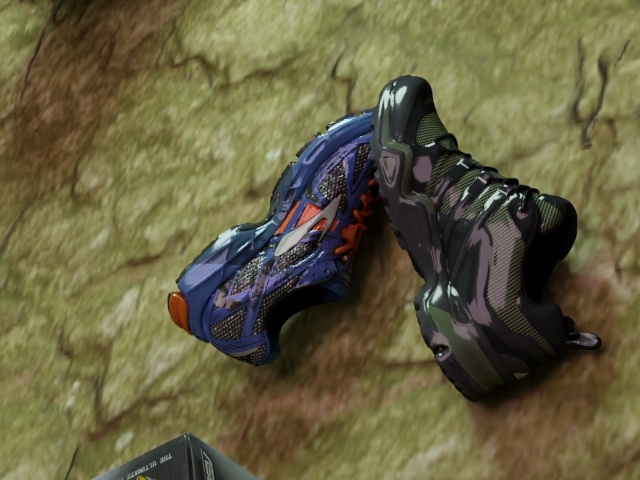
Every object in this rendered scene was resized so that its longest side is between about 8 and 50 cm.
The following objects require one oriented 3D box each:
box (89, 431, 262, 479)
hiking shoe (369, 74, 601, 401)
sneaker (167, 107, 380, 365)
[{"bbox_3d":[-0.115,0.219,1.195,0.231,0.183,0.056,-27,47,23],"label":"box"},{"bbox_3d":[0.106,-0.013,1.245,0.114,0.086,0.227,-20,67,9],"label":"hiking shoe"},{"bbox_3d":[0.000,0.000,1.335,0.221,0.083,0.087,-47,69,-2],"label":"sneaker"}]
